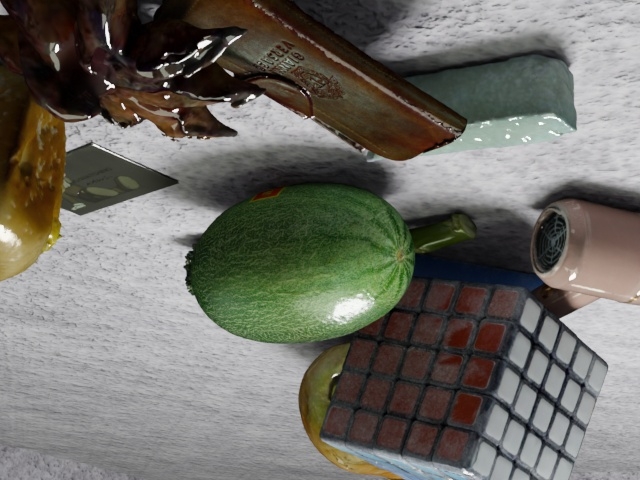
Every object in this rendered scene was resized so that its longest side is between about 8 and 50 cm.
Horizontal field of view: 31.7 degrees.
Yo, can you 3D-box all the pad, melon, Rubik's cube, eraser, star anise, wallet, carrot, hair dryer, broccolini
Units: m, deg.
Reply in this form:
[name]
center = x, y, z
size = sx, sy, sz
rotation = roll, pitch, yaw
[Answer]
[pad]
center = -0.273, -0.067, 1.313
size = 0.190, 0.004, 0.127
rotation = -15, 153, 40
[melon]
center = -0.033, 0.028, 1.276
size = 0.288, 0.182, 0.182
rotation = -9, 156, 26
[Rubik's cube]
center = 0.182, 0.195, 1.405
size = 0.237, 0.238, 0.237
rotation = 7, 160, 45
[eraser]
center = 0.145, 0.064, 1.539
size = 0.312, 0.042, 0.144
rotation = 10, 158, -17
[star anise]
center = -0.174, -0.134, 0.929
size = 0.272, 0.102, 0.272
rotation = 17, 161, 6
[wallet]
center = -0.012, -0.140, 0.930
size = 0.255, 0.031, 0.137
rotation = 31, 156, -16
[carrot]
center = 0.098, 0.293, 1.934
size = 0.224, 0.224, 0.341
rotation = -3, 164, 18
[hair dryer]
center = 0.297, 0.061, 1.389
size = 0.189, 0.106, 0.344
rotation = 11, 155, -18
[broccolini]
center = -0.001, 0.003, 1.408
size = 0.392, 0.078, 0.074
rotation = -14, 144, 24

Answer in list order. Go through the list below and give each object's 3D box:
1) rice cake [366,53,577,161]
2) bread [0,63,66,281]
[rice cake]
center = 0.128, -0.119, 1.018
size = 0.206, 0.069, 0.063
rotation = -3, 159, 26
[bread]
center = -0.367, -0.060, 1.076
size = 0.246, 0.195, 0.176
rotation = 1, 153, 10
